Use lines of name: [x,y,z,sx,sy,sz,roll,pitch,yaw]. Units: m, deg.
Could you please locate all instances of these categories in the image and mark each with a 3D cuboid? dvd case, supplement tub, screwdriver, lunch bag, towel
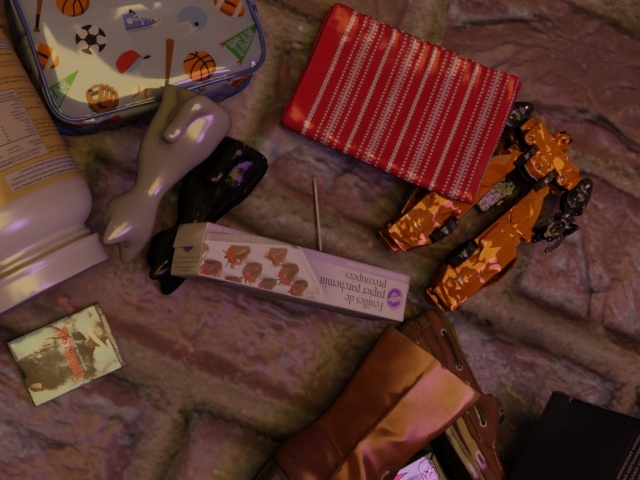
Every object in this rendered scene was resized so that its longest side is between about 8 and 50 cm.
dvd case: [-0.307,0.137,1.391,0.119,0.013,0.087,-24,91,-19]
supplement tub: [-0.402,-0.078,1.266,0.241,0.241,0.331,-29,92,-18]
screwdriver: [0.000,0.000,1.495,0.024,0.025,0.169,-2,85,-17]
lunch bag: [-0.223,-0.273,1.411,0.303,0.115,0.243,-19,88,-17]
towel: [0.106,-0.182,1.497,0.275,0.031,0.199,23,73,4]

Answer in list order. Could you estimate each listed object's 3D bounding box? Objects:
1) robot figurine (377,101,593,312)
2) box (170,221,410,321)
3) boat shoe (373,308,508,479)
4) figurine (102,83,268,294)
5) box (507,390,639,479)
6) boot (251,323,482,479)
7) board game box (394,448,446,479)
robot figurine: [0.225,-0.051,1.538,0.291,0.085,0.211,-40,97,-16]
box: [-0.030,0.042,1.398,0.324,0.067,0.063,15,80,-37]
boat shoe: [0.191,0.233,1.483,0.104,0.111,0.307,-30,94,-17]
figurine: [-0.170,-0.052,1.363,0.092,0.215,0.209,25,80,22]
box: [0.431,0.355,1.406,0.296,0.294,0.182,40,75,-33]
boot: [0.093,0.285,1.404,0.264,0.096,0.280,42,79,10]
board game box: [0.049,0.433,1.453,0.317,0.046,0.213,-26,91,-18]
